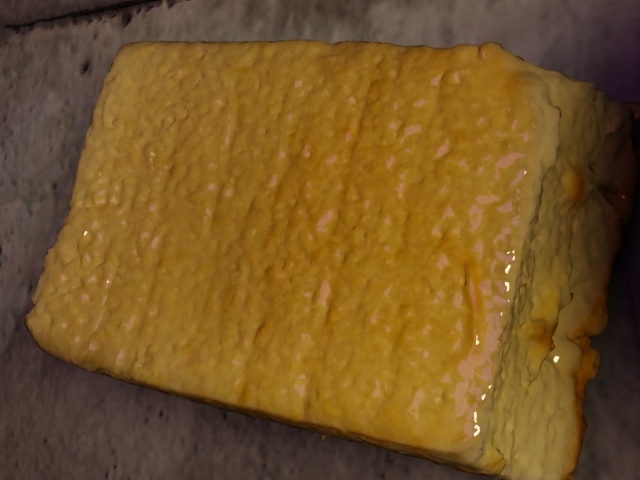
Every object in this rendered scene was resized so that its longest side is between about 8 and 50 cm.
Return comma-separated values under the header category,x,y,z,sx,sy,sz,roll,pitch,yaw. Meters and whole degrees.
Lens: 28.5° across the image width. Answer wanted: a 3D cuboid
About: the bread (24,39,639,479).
category,x,y,z,sx,sy,sz,roll,pitch,yaw
bread,0.000,0.000,0.601,0.274,0.114,0.185,8,78,36
